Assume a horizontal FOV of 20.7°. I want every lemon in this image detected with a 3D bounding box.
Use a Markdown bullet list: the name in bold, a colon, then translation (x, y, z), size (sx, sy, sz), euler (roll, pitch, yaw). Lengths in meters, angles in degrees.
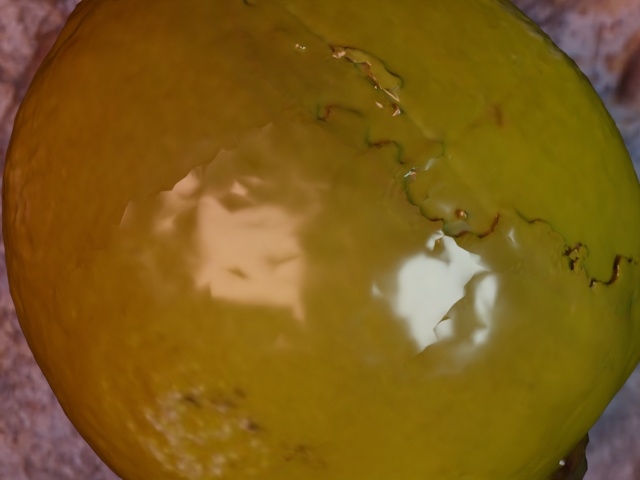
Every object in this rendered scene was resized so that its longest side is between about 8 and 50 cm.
- **lemon**: translation (0.000, 0.000, 0.792), size (0.297, 0.297, 0.297), euler (1, 92, 29)
